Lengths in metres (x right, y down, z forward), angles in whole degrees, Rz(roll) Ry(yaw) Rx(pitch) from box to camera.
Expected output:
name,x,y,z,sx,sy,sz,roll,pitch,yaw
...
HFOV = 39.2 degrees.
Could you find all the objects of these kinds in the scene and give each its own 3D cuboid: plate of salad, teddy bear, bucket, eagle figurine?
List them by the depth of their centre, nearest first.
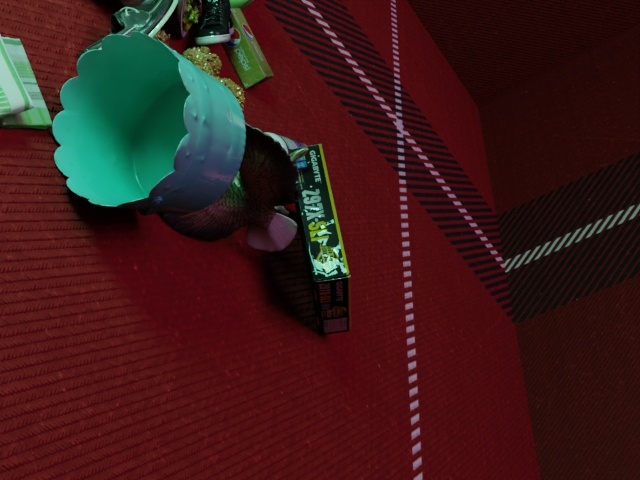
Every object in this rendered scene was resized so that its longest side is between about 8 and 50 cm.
name,x,y,z,sx,sy,sz,roll,pitch,yaw
bucket,-0.267,-0.171,1.429,0.183,0.281,0.281,18,51,-60
eagle figurine,-0.152,-0.102,1.672,0.298,0.225,0.226,-11,119,-80
teddy bear,-0.247,-0.312,1.795,0.338,0.113,0.245,-7,71,-65
plate of salad,-0.268,-0.530,1.912,0.200,0.048,0.200,-170,-90,-88

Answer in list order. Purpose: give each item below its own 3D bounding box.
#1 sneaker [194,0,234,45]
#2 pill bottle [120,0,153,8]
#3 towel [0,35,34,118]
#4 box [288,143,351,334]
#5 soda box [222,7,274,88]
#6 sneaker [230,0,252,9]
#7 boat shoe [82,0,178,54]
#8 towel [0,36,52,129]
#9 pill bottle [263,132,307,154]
name,x,y,z,sx,sy,sz,roll,pitch,yaw
sneaker,-0.240,-0.501,1.976,0.217,0.079,0.121,-91,175,-70
pill bottle,-0.393,-0.554,1.671,0.283,0.160,0.160,41,33,-42
towel,-0.547,-0.264,1.194,0.325,0.038,0.248,-24,89,-62
box,0.000,0.000,1.891,0.257,0.079,0.322,82,-3,-60
soda box,-0.183,-0.453,2.123,0.181,0.061,0.058,63,23,-4
sneaker,-0.252,-0.791,2.144,0.483,0.202,0.185,64,23,-2
boat shoe,-0.337,-0.390,1.626,0.079,0.084,0.233,46,62,-23
towel,-0.477,-0.240,1.368,0.113,0.023,0.152,-13,80,-64
pill bottle,-0.101,-0.177,1.961,0.193,0.108,0.108,7,61,-62
